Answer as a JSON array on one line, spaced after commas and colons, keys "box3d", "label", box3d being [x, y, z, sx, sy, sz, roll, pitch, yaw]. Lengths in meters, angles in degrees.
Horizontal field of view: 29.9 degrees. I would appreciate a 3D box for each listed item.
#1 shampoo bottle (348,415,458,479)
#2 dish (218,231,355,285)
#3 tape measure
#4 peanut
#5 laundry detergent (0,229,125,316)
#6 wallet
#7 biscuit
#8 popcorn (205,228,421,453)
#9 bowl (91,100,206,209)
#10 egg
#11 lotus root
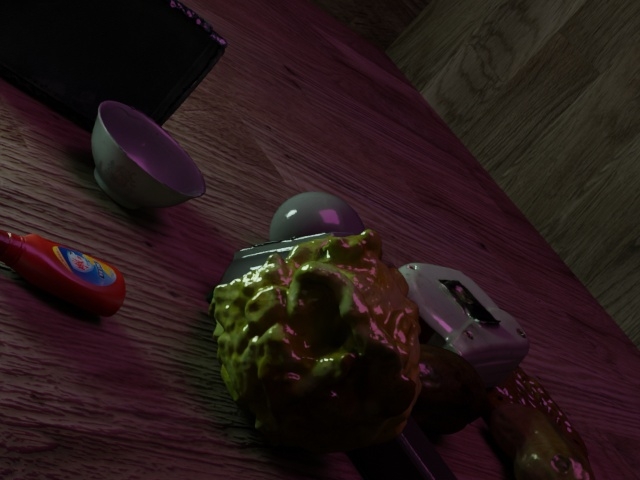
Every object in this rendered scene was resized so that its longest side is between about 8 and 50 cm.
[{"box3d": [0.108, 0.296, 1.556, 0.079, 0.080, 0.246, 16, 31, -55], "label": "shampoo bottle"}, {"box3d": [-0.029, 0.036, 1.636, 0.151, 0.212, 0.077, -1, 81, -67], "label": "dish"}, {"box3d": [0.220, 0.151, 2.045, 0.258, 0.130, 0.265, -2, 44, -51], "label": "tape measure"}, {"box3d": [0.355, 0.352, 1.957, 0.236, 0.120, 0.110, 52, -16, 42], "label": "peanut"}, {"box3d": [-0.296, 0.026, 1.325, 0.165, 0.049, 0.097, 30, 14, -37], "label": "laundry detergent"}, {"box3d": [-0.330, -0.294, 1.700, 0.342, 0.237, 0.075, 32, 22, -33], "label": "wallet"}, {"box3d": [0.372, 0.309, 2.217, 0.359, 0.046, 0.359, 38, 17, -14], "label": "biscuit"}, {"box3d": [-0.003, 0.121, 1.438, 0.293, 0.293, 0.237, 37, 37, -22], "label": "popcorn"}, {"box3d": [-0.257, -0.100, 1.665, 0.189, 0.086, 0.189, 40, 18, -16], "label": "bowl"}, {"box3d": [0.000, 0.000, 1.912, 0.198, 0.146, 0.146, 34, 17, -51], "label": "egg"}, {"box3d": [0.160, 0.222, 1.782, 0.241, 0.124, 0.123, 21, 36, -52], "label": "lotus root"}]
